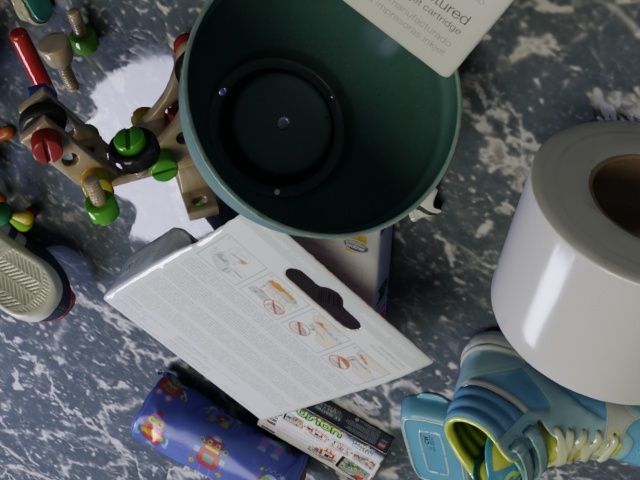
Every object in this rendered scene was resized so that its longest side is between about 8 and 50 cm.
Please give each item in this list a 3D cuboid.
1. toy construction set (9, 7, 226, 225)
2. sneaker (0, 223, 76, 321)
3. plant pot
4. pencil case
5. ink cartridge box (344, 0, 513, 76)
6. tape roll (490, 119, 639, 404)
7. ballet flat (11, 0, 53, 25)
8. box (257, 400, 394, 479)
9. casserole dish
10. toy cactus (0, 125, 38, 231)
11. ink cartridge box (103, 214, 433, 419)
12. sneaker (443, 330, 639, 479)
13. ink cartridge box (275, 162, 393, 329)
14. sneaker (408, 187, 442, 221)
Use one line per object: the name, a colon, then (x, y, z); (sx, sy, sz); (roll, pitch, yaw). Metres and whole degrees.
toy construction set: (-0.249, -0.129, 1.307); (0.309, 0.257, 0.237); (35, 155, 31)
sneaker: (-0.538, 0.017, 1.678); (0.350, 0.131, 0.148); (41, 178, 16)
plant pot: (-0.021, -0.138, 1.111); (0.293, 0.293, 0.196); (44, 164, -9)
pencil case: (-0.162, 0.336, 1.715); (0.306, 0.133, 0.119); (27, 103, 8)
ink cartridge box: (0.122, -0.373, 0.864); (0.279, 0.160, 0.385); (37, 138, -2)
tape roll: (0.309, 0.018, 1.036); (0.246, 0.246, 0.169); (23, 137, 14)
ballet flat: (-0.393, -0.346, 1.299); (0.052, 0.057, 0.168); (13, 134, 36)
box: (0.006, 0.303, 1.639); (0.207, 0.036, 0.114); (29, 137, 7)
casserole dish: (0.175, 0.304, 1.533); (0.114, 0.037, 0.188); (6, 129, 28)
toy cactus: (-0.499, -0.075, 1.529); (0.112, 0.180, 0.219); (-10, 128, 15)
ink cartridge box: (-0.070, 0.088, 1.363); (0.308, 0.091, 0.385); (41, 141, -18)
sneaker: (0.299, 0.258, 1.284); (0.319, 0.208, 0.127); (21, 134, 15)
ink cartridge box: (0.000, 0.000, 1.352); (0.185, 0.065, 0.311); (19, 138, 18)
sneaker: (0.117, -0.073, 1.235); (0.043, 0.040, 0.109); (-9, 127, 18)
